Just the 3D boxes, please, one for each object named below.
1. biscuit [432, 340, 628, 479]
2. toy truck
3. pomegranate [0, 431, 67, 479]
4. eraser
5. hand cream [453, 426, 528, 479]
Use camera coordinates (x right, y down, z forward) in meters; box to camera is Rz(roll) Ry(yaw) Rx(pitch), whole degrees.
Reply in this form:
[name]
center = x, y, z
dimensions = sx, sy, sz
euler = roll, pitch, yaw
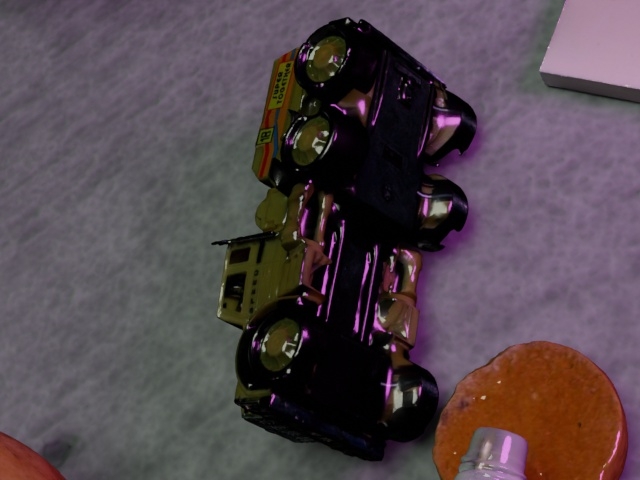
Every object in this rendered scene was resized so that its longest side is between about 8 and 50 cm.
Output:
[biscuit]
center = 0.112, 0.201, 0.874
dimensions = 0.205, 0.049, 0.324
euler = -13, 53, 23
[toy truck]
center = 0.003, 0.001, 0.984
dimensions = 0.127, 0.127, 0.257
euler = -15, 58, 39
[pomegranate]
center = -0.256, 0.226, 0.915
dimensions = 0.281, 0.281, 0.281
euler = -8, 65, 19
[eraser]
center = 0.222, -0.132, 1.006
dimensions = 0.150, 0.023, 0.104
euler = 14, 74, 27
[hand cream]
center = 0.052, 0.256, 0.805
dimensions = 0.124, 0.078, 0.340
euler = 3, 67, 33
